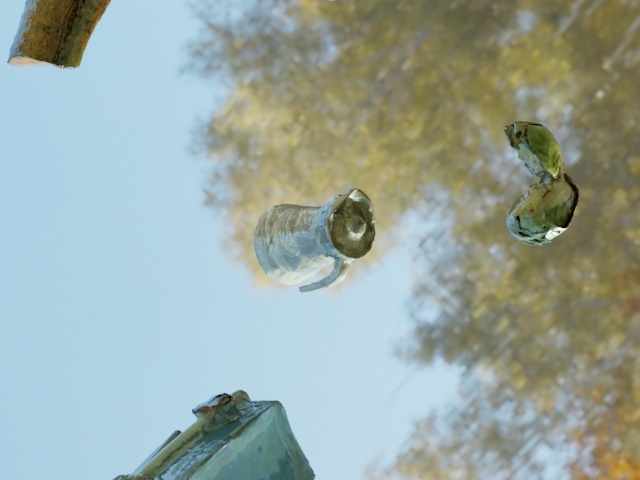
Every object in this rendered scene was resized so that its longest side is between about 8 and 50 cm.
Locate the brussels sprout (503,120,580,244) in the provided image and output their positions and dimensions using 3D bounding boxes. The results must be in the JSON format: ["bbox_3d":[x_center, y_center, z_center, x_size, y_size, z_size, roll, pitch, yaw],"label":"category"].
[{"bbox_3d":[0.150,-0.040,1.079,0.051,0.083,0.046,-11,-164,-32],"label":"brussels sprout"}]

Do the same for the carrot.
[{"bbox_3d":[-0.256,-0.246,1.617,0.082,0.173,0.082,18,167,4],"label":"carrot"}]

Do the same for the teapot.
[{"bbox_3d":[0.000,0.000,1.064,0.057,0.083,0.067,5,-106,-39],"label":"teapot"}]

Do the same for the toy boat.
[{"bbox_3d":[-0.097,0.176,0.896,0.109,0.098,0.238,64,-145,-14],"label":"toy boat"}]
